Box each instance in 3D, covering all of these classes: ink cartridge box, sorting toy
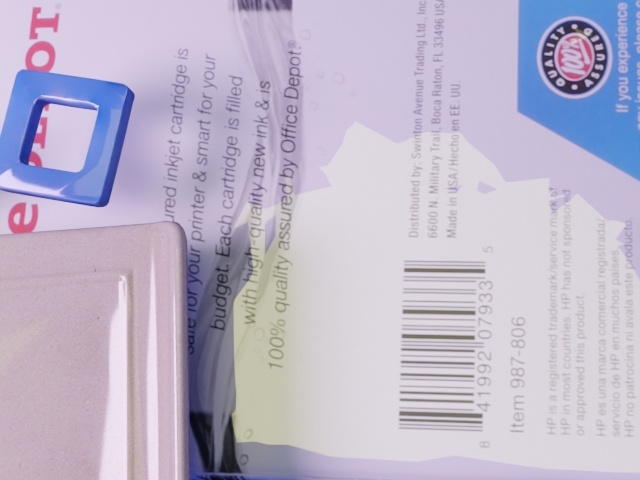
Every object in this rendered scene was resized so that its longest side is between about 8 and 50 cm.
[{"bbox_3d":[0.000,0.000,0.755,0.394,0.166,0.286,1,75,9],"label":"ink cartridge box"},{"bbox_3d":[-0.151,0.089,0.650,0.196,0.047,0.348,-5,77,13],"label":"sorting toy"}]
